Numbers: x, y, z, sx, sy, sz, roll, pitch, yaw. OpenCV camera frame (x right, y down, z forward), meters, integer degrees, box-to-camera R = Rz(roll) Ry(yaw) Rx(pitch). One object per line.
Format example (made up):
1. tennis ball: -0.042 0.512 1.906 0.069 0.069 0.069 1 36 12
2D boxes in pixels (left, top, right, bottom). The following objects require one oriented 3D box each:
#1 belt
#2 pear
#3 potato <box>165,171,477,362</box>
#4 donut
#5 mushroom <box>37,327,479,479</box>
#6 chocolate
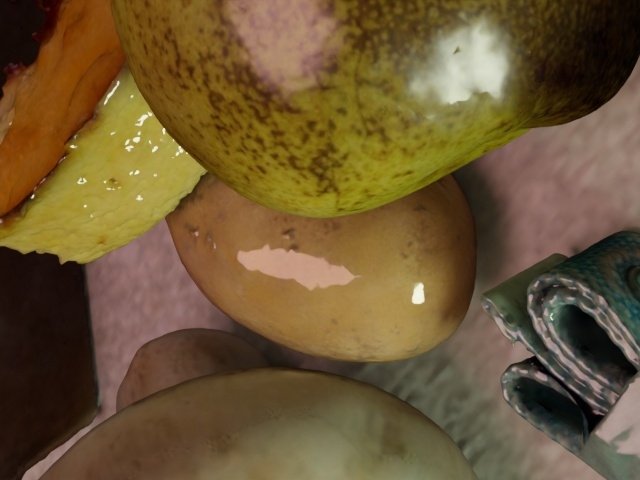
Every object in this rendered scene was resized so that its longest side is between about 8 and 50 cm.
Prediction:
1. belt: 0.182 0.117 0.714 0.302 0.072 0.087 46 135 19
2. pear: 0.016 -0.109 0.675 0.197 0.197 0.197 24 127 36
3. potato: 0.002 0.001 0.819 0.147 0.112 0.112 21 126 29
4. donut: -0.083 -0.093 0.808 0.141 0.085 0.217 -23 50 41
5. mushroom: -0.040 0.145 0.888 0.243 0.243 0.243 24 127 36
6. chocolate: -0.197 -0.020 1.010 0.112 0.112 0.321 22 127 39
